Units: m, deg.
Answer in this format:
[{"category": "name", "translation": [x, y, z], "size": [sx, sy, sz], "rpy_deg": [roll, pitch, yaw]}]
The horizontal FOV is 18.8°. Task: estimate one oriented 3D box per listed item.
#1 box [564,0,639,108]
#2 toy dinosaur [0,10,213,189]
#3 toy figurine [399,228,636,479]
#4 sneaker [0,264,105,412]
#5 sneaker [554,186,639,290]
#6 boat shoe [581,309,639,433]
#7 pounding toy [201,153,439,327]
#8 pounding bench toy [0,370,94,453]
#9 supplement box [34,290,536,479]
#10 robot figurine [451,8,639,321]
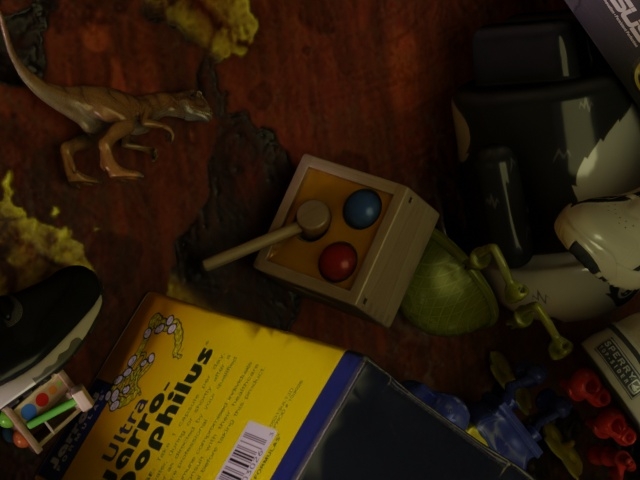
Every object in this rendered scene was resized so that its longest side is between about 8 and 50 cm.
[{"category": "box", "translation": [0.367, -0.193, 1.770], "size": [0.395, 0.097, 0.318], "rpy_deg": [51, 38, -25]}, {"category": "toy dinosaur", "translation": [-0.187, -0.104, 1.569], "size": [0.211, 0.064, 0.112], "rpy_deg": [11, 72, -40]}, {"category": "toy figurine", "translation": [0.133, 0.186, 1.717], "size": [0.217, 0.191, 0.362], "rpy_deg": [-44, 114, -14]}, {"category": "sneaker", "translation": [-0.298, 0.087, 1.494], "size": [0.283, 0.107, 0.124], "rpy_deg": [-39, 108, -21]}, {"category": "sneaker", "translation": [0.308, -0.039, 1.599], "size": [0.235, 0.094, 0.153], "rpy_deg": [8, 128, -38]}, {"category": "boat shoe", "translation": [0.342, 0.113, 1.753], "size": [0.156, 0.136, 0.367], "rpy_deg": [-36, 155, 4]}, {"category": "pounding toy", "translation": [0.000, 0.000, 1.649], "size": [0.100, 0.141, 0.130], "rpy_deg": [37, 75, -58]}, {"category": "pounding bench toy", "translation": [-0.226, 0.135, 1.550], "size": [0.065, 0.083, 0.052], "rpy_deg": [-42, 115, -20]}, {"category": "supplement box", "translation": [-0.038, 0.188, 1.508], "size": [0.194, 0.356, 0.195], "rpy_deg": [37, 77, -29]}, {"category": "robot figurine", "translation": [0.214, -0.064, 1.733], "size": [0.209, 0.173, 0.278], "rpy_deg": [-12, 102, -16]}]
